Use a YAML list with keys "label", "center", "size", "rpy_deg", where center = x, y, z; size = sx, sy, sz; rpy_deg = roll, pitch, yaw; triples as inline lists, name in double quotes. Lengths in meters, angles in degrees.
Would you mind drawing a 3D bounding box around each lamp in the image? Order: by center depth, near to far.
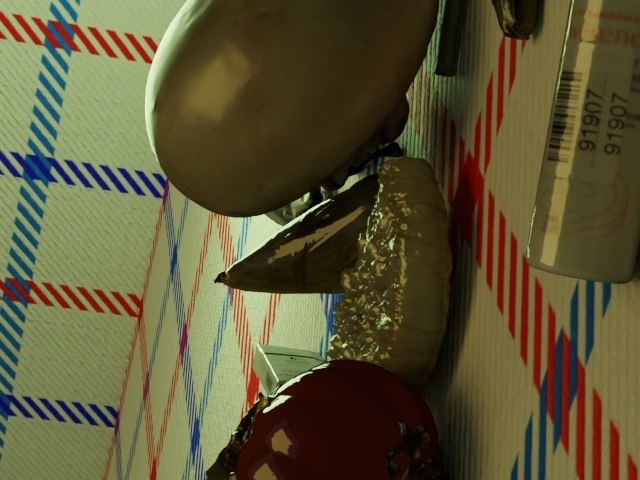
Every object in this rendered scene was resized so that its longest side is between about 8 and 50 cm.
- label: "lamp"
  center: [0.021, 0.222, 1.432]
  size: [0.227, 0.227, 0.227]
  rpy_deg: [-172, 90, -77]

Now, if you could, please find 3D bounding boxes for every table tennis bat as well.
- label: "table tennis bat"
  center: [0.144, -0.291, 1.613]
  size: [0.138, 0.022, 0.246]
  rpy_deg: [163, 115, -76]

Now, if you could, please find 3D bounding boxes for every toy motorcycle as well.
- label: "toy motorcycle"
  center: [-0.037, -0.109, 2.119]
  size: [0.150, 0.102, 0.221]
  rpy_deg: [-33, 50, 45]

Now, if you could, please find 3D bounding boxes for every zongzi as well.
- label: "zongzi"
  center: [0.186, -0.227, 1.386]
  size: [0.083, 0.040, 0.076]
  rpy_deg: [-47, 40, 37]
- label: "zongzi"
  center: [0.000, 0.000, 1.668]
  size: [0.194, 0.197, 0.099]
  rpy_deg: [124, 134, -56]

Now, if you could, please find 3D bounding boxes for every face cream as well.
- label: "face cream"
  center: [0.205, -0.107, 1.110]
  size: [0.082, 0.082, 0.269]
  rpy_deg: [-151, 69, -76]

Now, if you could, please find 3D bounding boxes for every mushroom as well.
- label: "mushroom"
  center: [-0.009, -0.169, 1.665]
  size: [0.362, 0.294, 0.362]
  rpy_deg: [-40, 22, 19]

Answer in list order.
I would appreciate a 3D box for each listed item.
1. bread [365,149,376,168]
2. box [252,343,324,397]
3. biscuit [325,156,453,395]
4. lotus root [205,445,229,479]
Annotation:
- label: "bread"
  center: [0.009, -0.123, 1.901]
  size: [0.125, 0.106, 0.082]
  rpy_deg: [176, 96, -80]
- label: "box"
  center: [-0.030, 0.169, 1.925]
  size: [0.154, 0.084, 0.040]
  rpy_deg: [-133, 50, -73]
- label: "biscuit"
  center: [0.077, 0.074, 1.548]
  size: [0.179, 0.084, 0.281]
  rpy_deg: [-102, 22, -46]
- label: "lotus root"
  center: [-0.068, 0.312, 1.900]
  size: [0.183, 0.078, 0.203]
  rpy_deg: [-58, -27, 1]
